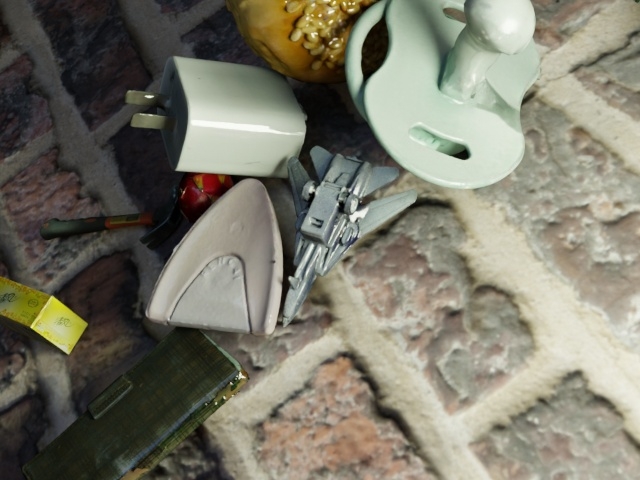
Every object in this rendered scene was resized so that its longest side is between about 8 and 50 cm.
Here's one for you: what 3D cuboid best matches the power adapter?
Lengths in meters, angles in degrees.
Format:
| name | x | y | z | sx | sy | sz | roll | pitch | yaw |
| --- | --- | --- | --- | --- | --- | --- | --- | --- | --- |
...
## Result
| name | x | y | z | sx | sy | sz | roll | pitch | yaw |
| --- | --- | --- | --- | --- | --- | --- | --- | --- | --- |
| power adapter | -0.171 | -0.191 | 1.448 | 0.255 | 0.124 | 0.187 | 1 | 41 | -24 |

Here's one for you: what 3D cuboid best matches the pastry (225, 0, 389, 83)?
| name | x | y | z | sx | sy | sz | roll | pitch | yaw |
| --- | --- | --- | --- | --- | --- | --- | --- | --- | --- |
| pastry | 0.028 | -0.440 | 1.448 | 0.245 | 0.409 | 0.409 | 11 | 63 | 47 |

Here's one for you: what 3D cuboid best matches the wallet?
| name | x | y | z | sx | sy | sz | roll | pitch | yaw |
| --- | --- | --- | --- | --- | --- | --- | --- | --- | --- |
| wallet | -0.255 | 0.253 | 1.292 | 0.317 | 0.044 | 0.169 | -42 | 41 | -13 |

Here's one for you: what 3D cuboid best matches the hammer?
| name | x | y | z | sx | sy | sz | roll | pitch | yaw |
| --- | --- | --- | --- | --- | --- | --- | --- | --- | --- |
| hammer | -0.359 | -0.030 | 1.592 | 0.288 | 0.033 | 0.111 | -5 | 54 | 28 |

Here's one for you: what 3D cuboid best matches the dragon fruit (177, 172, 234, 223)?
| name | x | y | z | sx | sy | sz | roll | pitch | yaw |
| --- | --- | --- | --- | --- | --- | --- | --- | --- | --- |
| dragon fruit | -0.173 | -0.045 | 1.462 | 0.094 | 0.094 | 0.190 | -24 | 60 | 13 |

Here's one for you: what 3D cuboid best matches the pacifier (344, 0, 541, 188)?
| name | x | y | z | sx | sy | sz | roll | pitch | yaw |
| --- | --- | --- | --- | --- | --- | --- | --- | --- | --- |
| pacifier | 0.188 | -0.251 | 1.271 | 0.288 | 0.269 | 0.343 | 18 | 61 | -8 |

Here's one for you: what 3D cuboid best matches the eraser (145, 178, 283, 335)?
| name | x | y | z | sx | sy | sz | roll | pitch | yaw |
| --- | --- | --- | --- | --- | --- | --- | --- | --- | --- |
| eraser | -0.125 | 0.022 | 1.368 | 0.204 | 0.059 | 0.243 | 4 | 61 | 26 |

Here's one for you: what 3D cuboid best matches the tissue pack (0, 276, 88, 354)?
| name | x | y | z | sx | sy | sz | roll | pitch | yaw |
| --- | --- | --- | --- | --- | --- | --- | --- | --- | --- |
| tissue pack | -0.469 | 0.115 | 1.505 | 0.176 | 0.095 | 0.062 | 15 | 66 | 38 |

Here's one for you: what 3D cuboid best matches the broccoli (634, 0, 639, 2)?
| name | x | y | z | sx | sy | sz | roll | pitch | yaw |
| --- | --- | --- | --- | --- | --- | --- | --- | --- | --- |
| broccoli | 0.478 | -0.420 | 1.313 | 0.167 | 0.160 | 0.154 | -26 | 19 | 26 |

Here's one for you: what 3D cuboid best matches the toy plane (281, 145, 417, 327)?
| name | x | y | z | sx | sy | sz | roll | pitch | yaw |
| --- | --- | --- | --- | --- | --- | --- | --- | --- | --- |
| toy plane | -0.003 | -0.005 | 1.325 | 0.212 | 0.088 | 0.267 | 18 | 68 | 24 |
